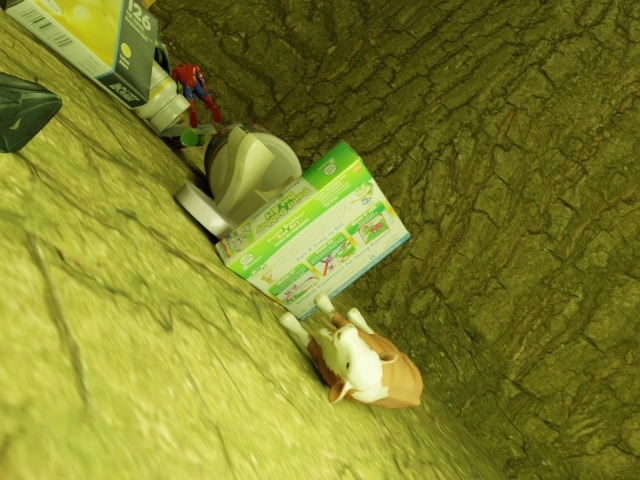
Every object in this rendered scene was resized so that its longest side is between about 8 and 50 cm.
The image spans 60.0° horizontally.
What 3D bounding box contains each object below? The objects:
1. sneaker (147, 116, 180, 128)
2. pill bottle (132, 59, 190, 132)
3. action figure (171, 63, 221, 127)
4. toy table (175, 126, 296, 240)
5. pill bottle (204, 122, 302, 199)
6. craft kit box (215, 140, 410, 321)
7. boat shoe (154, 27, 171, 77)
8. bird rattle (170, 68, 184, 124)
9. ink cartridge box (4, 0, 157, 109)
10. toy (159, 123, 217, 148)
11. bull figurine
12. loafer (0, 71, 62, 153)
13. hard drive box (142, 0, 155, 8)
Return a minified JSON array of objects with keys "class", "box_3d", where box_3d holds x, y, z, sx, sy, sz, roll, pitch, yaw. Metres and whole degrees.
[{"class":"sneaker","box_3d":[-0.434,-0.342,1.415,0.152,0.054,0.061,33,42,-11]},{"class":"pill bottle","box_3d":[-0.407,-0.355,1.265,0.208,0.119,0.119,47,1,-18]},{"class":"action figure","box_3d":[-0.330,-0.361,1.454,0.139,0.091,0.280,92,-22,-47]},{"class":"toy table","box_3d":[-0.116,-0.069,0.968,0.252,0.161,0.274,43,0,12]},{"class":"pill bottle","box_3d":[-0.182,-0.183,1.384,0.210,0.210,0.363,47,1,-23]},{"class":"craft kit box","box_3d":[0.000,0.000,0.895,0.061,0.250,0.246,54,4,35]},{"class":"boat shoe","box_3d":[-0.437,-0.425,1.414,0.099,0.116,0.319,57,-22,15]},{"class":"bird rattle","box_3d":[-0.534,-0.477,1.859,0.207,0.143,0.253,59,-16,-19]},{"class":"ink cartridge box","box_3d":[-0.435,-0.463,1.069,0.303,0.072,0.307,39,46,-58]},{"class":"toy","box_3d":[-0.343,-0.267,1.440,0.237,0.137,0.056,-135,-139,-71]},{"class":"bull figurine","box_3d":[0.052,0.168,0.799,0.188,0.101,0.310,46,1,36]},{"class":"loafer","box_3d":[-0.238,-0.102,0.399,0.061,0.062,0.170,42,1,-14]},{"class":"hard drive box","box_3d":[-0.529,-0.572,1.302,0.089,0.232,0.181,48,2,23]}]
